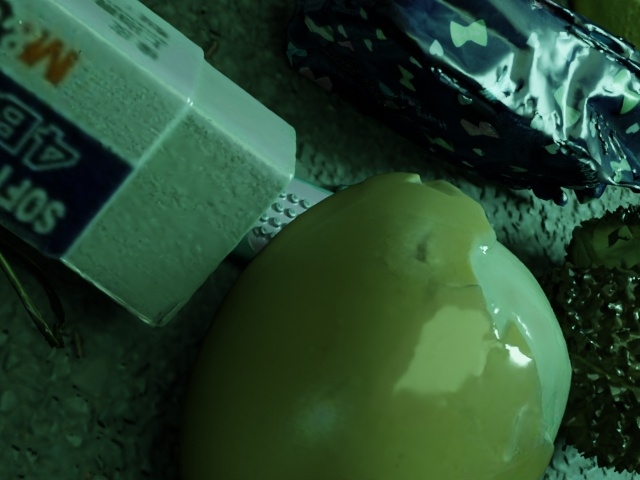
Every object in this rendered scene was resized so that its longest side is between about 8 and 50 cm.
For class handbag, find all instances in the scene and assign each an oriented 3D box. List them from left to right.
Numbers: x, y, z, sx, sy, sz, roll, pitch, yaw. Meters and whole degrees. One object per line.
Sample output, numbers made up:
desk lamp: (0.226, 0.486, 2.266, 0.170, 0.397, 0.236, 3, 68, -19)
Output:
handbag: (0.103, -0.107, 0.978, 0.260, 0.162, 0.113, 25, 76, -25)

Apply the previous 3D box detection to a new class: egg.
egg: (0.027, 0.084, 0.838, 0.244, 0.201, 0.201, -43, 101, -20)

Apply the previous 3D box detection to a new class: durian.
durian: (0.223, 0.069, 0.985, 0.196, 0.167, 0.196, -2, 60, 4)

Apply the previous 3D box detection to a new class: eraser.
eraser: (-0.160, -0.088, 0.793, 0.287, 0.130, 0.086, 38, 16, -15)

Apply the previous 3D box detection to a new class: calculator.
calculator: (0.000, 0.000, 0.956, 0.141, 0.019, 0.094, 23, 61, -26)

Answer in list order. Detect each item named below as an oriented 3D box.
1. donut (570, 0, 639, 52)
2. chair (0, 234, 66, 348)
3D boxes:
donut: (0.274, -0.183, 1.169, 0.162, 0.065, 0.178, 33, 59, -22)
chair: (-0.241, 0.078, 0.702, 0.160, 0.170, 0.325, 44, 12, -10)
